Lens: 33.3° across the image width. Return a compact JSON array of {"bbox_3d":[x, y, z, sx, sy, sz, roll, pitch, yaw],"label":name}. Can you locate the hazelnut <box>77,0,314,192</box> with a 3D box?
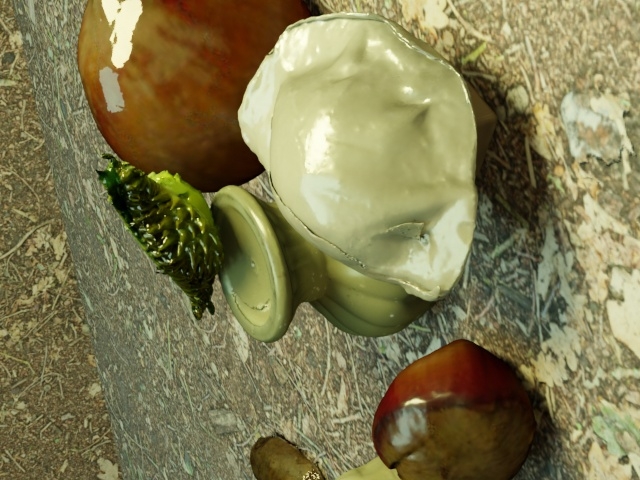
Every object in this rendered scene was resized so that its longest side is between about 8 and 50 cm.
[{"bbox_3d":[-0.169,-0.253,1.502,0.366,0.365,0.366,44,144,46],"label":"hazelnut"}]

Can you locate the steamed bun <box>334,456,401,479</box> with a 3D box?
[{"bbox_3d":[0.138,0.432,1.432,0.272,0.290,0.274,39,133,29],"label":"steamed bun"}]

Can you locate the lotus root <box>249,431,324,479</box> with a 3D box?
[{"bbox_3d":[-0.081,0.481,2.137,0.329,0.078,0.167,6,110,63],"label":"lotus root"}]

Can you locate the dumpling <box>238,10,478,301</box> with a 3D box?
[{"bbox_3d":[0.054,-0.108,1.199,0.260,0.181,0.341,-65,32,27],"label":"dumpling"}]

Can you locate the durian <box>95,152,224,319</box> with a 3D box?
[{"bbox_3d":[-0.192,-0.018,1.389,0.375,0.106,0.132,68,178,-50],"label":"durian"}]

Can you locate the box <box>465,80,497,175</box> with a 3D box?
[{"bbox_3d":[0.153,-0.124,1.249,0.089,0.062,0.122,56,152,31],"label":"box"}]

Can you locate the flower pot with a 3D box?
[{"bbox_3d":[0.000,0.000,1.440,0.307,0.244,0.308,43,143,45],"label":"flower pot"}]

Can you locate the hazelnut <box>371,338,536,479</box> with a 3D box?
[{"bbox_3d":[0.166,0.218,1.334,0.208,0.208,0.208,44,144,46],"label":"hazelnut"}]
